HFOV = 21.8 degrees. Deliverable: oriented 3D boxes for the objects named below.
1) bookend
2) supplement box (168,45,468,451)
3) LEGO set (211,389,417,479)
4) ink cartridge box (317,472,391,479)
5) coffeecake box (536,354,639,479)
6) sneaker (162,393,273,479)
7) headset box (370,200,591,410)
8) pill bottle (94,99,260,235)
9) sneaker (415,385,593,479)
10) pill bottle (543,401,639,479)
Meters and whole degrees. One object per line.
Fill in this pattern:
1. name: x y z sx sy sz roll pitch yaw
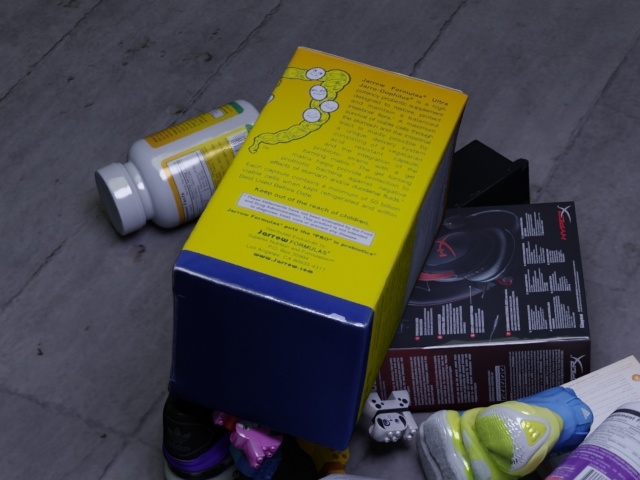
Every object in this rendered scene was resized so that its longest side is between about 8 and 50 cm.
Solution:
1. bookend: 0.143 -0.066 2.005 0.156 0.072 0.157 -34 48 -26
2. supplement box: 0.000 0.000 1.683 0.195 0.194 0.357 17 46 10
3. LEGO set: -0.003 0.223 1.707 0.227 0.087 0.093 -2 47 -30
4. ink cartridge box: 0.065 0.292 1.500 0.201 0.278 0.117 6 90 15
5. coffeecake box: 0.303 0.223 1.681 0.142 0.068 0.185 -21 45 -11
6. sneaker: -0.080 0.126 1.786 0.102 0.146 0.293 13 48 22
7. headset box: 0.144 0.073 1.833 0.293 0.110 0.218 -4 43 5
8. pill bottle: -0.165 -0.085 2.041 0.208 0.118 0.117 -24 46 -16
9. sneaker: 0.190 0.200 1.652 0.126 0.240 0.091 -12 86 -23
10. pill bottle: 0.292 0.220 1.560 0.193 0.108 0.108 -39 51 -26
